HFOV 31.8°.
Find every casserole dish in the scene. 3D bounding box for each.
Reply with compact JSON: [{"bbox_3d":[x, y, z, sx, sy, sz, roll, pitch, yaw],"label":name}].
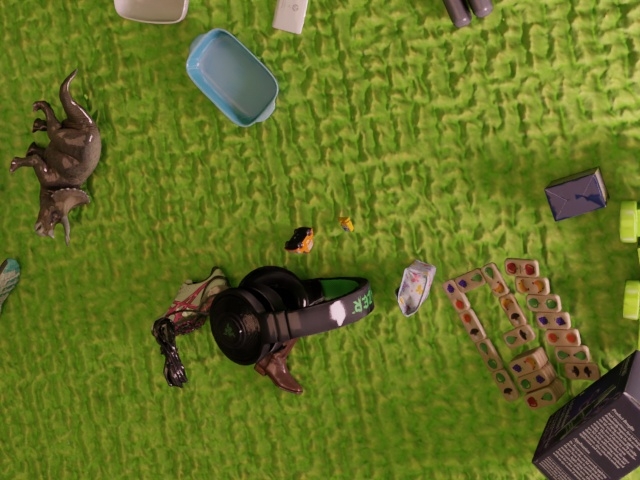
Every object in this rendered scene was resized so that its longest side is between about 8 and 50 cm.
[{"bbox_3d":[-0.148,-0.284,1.948,0.188,0.037,0.114,45,112,6],"label":"casserole dish"}]

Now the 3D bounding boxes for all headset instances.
[{"bbox_3d":[-0.099,0.150,1.908,0.394,0.243,0.185,-7,99,17],"label":"headset"}]

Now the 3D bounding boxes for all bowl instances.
[{"bbox_3d":[-0.287,-0.451,1.951,0.142,0.053,0.142,10,105,16],"label":"bowl"}]

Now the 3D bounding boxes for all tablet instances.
[{"bbox_3d":[-0.050,-0.397,1.904,0.054,0.006,0.083,17,107,15],"label":"tablet"}]

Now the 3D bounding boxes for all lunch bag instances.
[{"bbox_3d":[0.158,0.082,1.901,0.053,0.071,0.083,17,108,14],"label":"lunch bag"}]

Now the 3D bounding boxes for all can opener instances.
[{"bbox_3d":[0.181,-0.474,1.757,0.076,0.095,0.283,-22,93,23],"label":"can opener"}]

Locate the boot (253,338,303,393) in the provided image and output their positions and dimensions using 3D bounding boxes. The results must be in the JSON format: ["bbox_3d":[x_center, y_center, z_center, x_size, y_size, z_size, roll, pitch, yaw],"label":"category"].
[{"bbox_3d":[-0.057,0.208,2.026,0.106,0.037,0.114,30,105,9],"label":"boot"}]

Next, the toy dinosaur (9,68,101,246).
[{"bbox_3d":[-0.466,-0.165,2.062,0.160,0.121,0.313,25,105,0],"label":"toy dinosaur"}]

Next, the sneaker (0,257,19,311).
[{"bbox_3d":[-0.651,0.094,2.196,0.076,0.065,0.166,38,110,12],"label":"sneaker"}]

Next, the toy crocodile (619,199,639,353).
[{"bbox_3d":[0.530,0.031,1.751,0.115,0.105,0.340,-1,106,19],"label":"toy crocodile"}]

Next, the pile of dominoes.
[{"bbox_3d":[0.321,0.153,1.840,0.196,0.040,0.251,-29,91,43],"label":"pile of dominoes"}]

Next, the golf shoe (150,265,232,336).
[{"bbox_3d":[-0.238,0.118,2.059,0.186,0.067,0.086,-29,68,20],"label":"golf shoe"}]

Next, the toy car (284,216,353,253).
[{"bbox_3d":[0.000,0.000,1.949,0.122,0.060,0.040,-10,130,28],"label":"toy car"}]

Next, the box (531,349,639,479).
[{"bbox_3d":[0.450,0.293,1.754,0.108,0.153,0.207,44,119,2],"label":"box"}]

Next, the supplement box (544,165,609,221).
[{"bbox_3d":[0.406,-0.074,1.772,0.083,0.083,0.056,-17,96,22],"label":"supplement box"}]
